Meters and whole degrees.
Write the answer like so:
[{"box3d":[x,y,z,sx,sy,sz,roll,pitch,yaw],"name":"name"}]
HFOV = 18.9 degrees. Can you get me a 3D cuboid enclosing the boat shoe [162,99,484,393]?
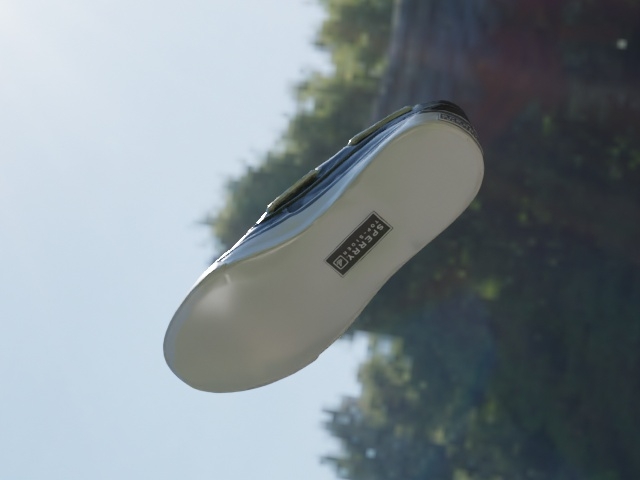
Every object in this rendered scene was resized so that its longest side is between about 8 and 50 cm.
[{"box3d":[0.000,0.000,1.494,0.301,0.108,0.102,-43,16,14],"name":"boat shoe"}]
